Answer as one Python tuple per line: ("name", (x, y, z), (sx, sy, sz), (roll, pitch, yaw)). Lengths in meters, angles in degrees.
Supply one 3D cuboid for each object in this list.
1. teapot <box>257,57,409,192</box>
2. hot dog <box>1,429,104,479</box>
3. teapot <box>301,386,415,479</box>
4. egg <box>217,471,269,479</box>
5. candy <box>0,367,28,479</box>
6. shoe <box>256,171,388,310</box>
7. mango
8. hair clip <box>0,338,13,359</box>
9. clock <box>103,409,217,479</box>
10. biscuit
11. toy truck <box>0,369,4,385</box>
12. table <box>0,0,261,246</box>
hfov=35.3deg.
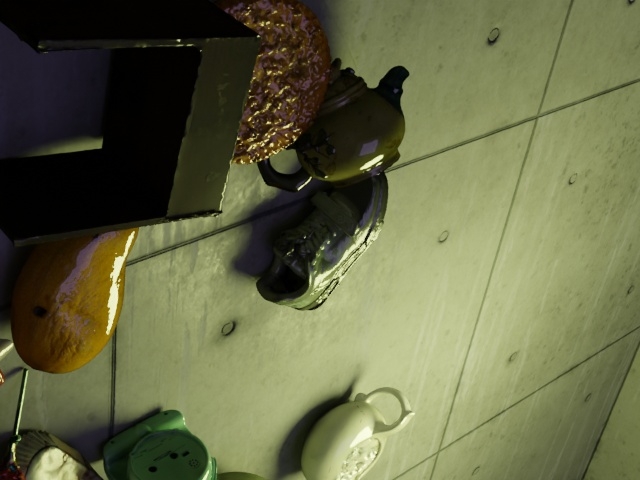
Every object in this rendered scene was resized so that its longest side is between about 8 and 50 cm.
("teapot", (0.020, -0.180, 1.522), (0.269, 0.173, 0.182), (-25, 107, 0))
("hot dog", (-0.409, 0.398, 1.566), (0.144, 0.075, 0.268), (-62, 146, -30))
("teapot", (0.069, 0.427, 2.113), (0.299, 0.166, 0.208), (-49, 135, 13))
("egg", (-0.153, 0.545, 1.902), (0.218, 0.218, 0.295), (-59, 158, 10))
("candy", (-0.437, 0.283, 1.436), (0.060, 0.060, 0.201), (15, 81, -54))
("shoe", (-0.002, -0.002, 1.671), (0.149, 0.109, 0.293), (-1, 126, -55))
("mango", (-0.332, 0.060, 1.356), (0.157, 0.109, 0.262), (13, 105, -43))
("hair clip", (-0.451, 0.167, 1.154), (0.226, 0.072, 0.034), (-16, 137, -36))
("clock", (-0.244, 0.381, 1.651), (0.159, 0.211, 0.066), (-27, 139, -35))
("biscuit", (-0.095, -0.220, 1.382), (0.254, 0.035, 0.254), (-14, 123, -23))
("toy truck", (-0.480, 0.103, 1.219), (0.114, 0.107, 0.252), (-32, 141, -22))
("table", (-0.257, -0.160, 1.173), (0.282, 0.196, 0.250), (-13, 131, -40))
